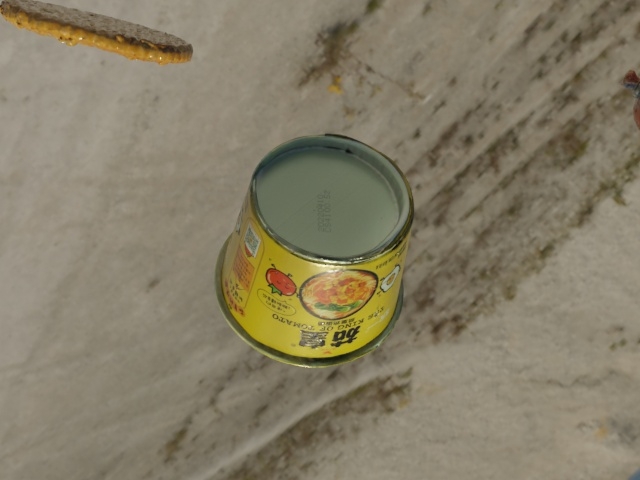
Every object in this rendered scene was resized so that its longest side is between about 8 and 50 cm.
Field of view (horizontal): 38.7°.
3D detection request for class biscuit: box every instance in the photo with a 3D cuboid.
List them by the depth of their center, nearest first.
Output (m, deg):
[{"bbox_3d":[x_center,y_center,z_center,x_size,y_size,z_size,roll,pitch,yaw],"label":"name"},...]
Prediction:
[{"bbox_3d":[-0.288,-0.270,1.185,0.254,0.254,0.035,-21,128,-67],"label":"biscuit"}]

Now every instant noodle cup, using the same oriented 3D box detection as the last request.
[{"bbox_3d":[0.000,0.000,0.807,0.182,0.182,0.144,-39,160,-30],"label":"instant noodle cup"}]

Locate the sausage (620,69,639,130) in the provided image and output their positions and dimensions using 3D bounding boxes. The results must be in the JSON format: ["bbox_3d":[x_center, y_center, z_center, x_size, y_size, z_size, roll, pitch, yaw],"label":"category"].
[{"bbox_3d":[0.447,-0.090,0.929,0.093,0.312,0.093,-61,176,-6],"label":"sausage"}]
